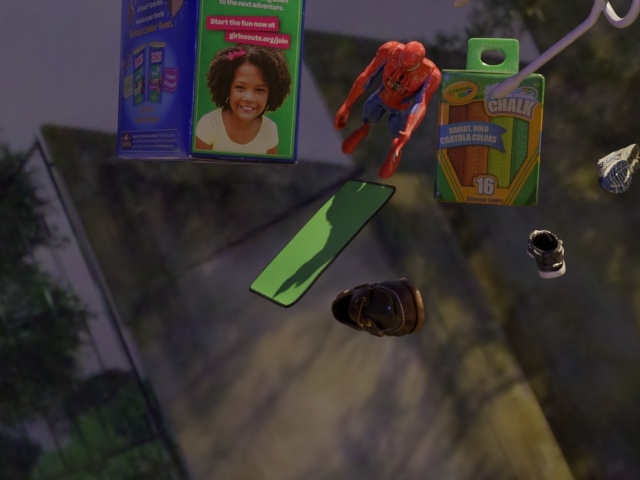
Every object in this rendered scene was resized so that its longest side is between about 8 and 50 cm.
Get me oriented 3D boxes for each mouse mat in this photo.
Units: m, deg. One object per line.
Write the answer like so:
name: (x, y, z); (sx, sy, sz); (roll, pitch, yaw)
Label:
mouse mat: (0.000, 0.000, 1.537); (0.190, 0.007, 0.152); (-47, 20, -10)

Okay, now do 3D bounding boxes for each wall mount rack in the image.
wall mount rack: (0.293, -0.371, 1.734); (0.130, 0.350, 0.304); (-2, -43, -14)

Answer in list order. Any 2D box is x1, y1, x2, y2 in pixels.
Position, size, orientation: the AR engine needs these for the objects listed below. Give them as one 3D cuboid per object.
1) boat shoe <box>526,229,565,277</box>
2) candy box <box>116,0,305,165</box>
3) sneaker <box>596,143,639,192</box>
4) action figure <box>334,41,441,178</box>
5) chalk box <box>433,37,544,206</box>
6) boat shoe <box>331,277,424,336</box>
boat shoe: (0.286, 0.008, 1.672); (0.046, 0.038, 0.125); (-9, 21, 9)
candy box: (-0.115, -0.238, 1.337); (0.122, 0.317, 0.268); (0, 4, -24)
sneaker: (0.469, -0.110, 2.110); (0.058, 0.052, 0.135); (-8, 18, 37)
action figure: (0.067, -0.133, 1.546); (0.139, 0.091, 0.280); (-56, -5, -24)
chalk box: (0.295, -0.208, 2.285); (0.180, 0.289, 0.179); (2, 3, 7)
boat shoe: (0.070, 0.089, 1.668); (0.073, 0.073, 0.207); (-10, -3, -16)
